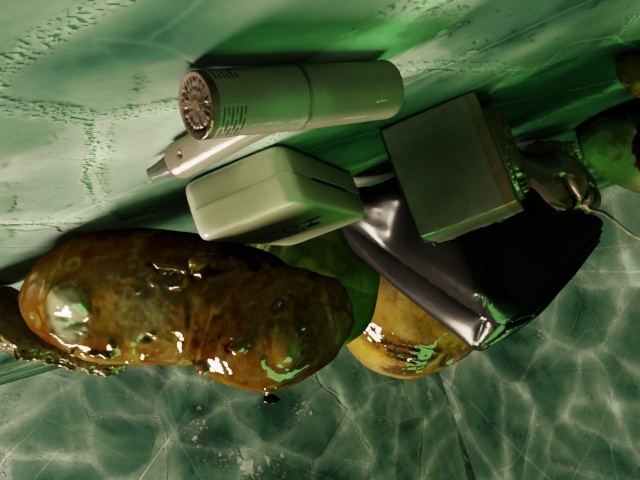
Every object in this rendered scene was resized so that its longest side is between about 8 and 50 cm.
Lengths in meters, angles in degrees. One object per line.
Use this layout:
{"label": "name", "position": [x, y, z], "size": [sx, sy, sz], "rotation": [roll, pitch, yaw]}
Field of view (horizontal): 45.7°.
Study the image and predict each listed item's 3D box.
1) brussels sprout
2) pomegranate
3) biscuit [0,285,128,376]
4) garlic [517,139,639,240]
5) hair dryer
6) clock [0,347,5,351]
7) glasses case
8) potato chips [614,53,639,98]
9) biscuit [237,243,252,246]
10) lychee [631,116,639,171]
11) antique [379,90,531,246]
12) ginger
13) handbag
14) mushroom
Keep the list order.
{"label": "brussels sprout", "position": [-0.023, 0.061, 1.284], "size": [0.210, 0.220, 0.271], "rotation": [-6, -162, -40]}
{"label": "pomegranate", "position": [0.185, 0.125, 1.497], "size": [0.322, 0.322, 0.322], "rotation": [-18, 173, -2]}
{"label": "biscuit", "position": [-0.373, 0.122, 0.991], "size": [0.236, 0.026, 0.131], "rotation": [27, -168, 19]}
{"label": "garlic", "position": [0.430, -0.076, 1.294], "size": [0.256, 0.207, 0.207], "rotation": [12, -177, 19]}
{"label": "hair dryer", "position": [-0.063, -0.091, 0.669], "size": [0.195, 0.054, 0.220], "rotation": [-13, 172, -37]}
{"label": "clock", "position": [-0.582, 0.170, 1.354], "size": [0.226, 0.049, 0.226], "rotation": [-19, 173, -2]}
{"label": "glasses case", "position": [-0.044, -0.048, 0.969], "size": [0.131, 0.070, 0.313], "rotation": [-21, 173, 15]}
{"label": "potato chips", "position": [0.534, -0.243, 1.004], "size": [0.406, 0.057, 0.080], "rotation": [-16, 159, -18]}
{"label": "biscuit", "position": [-0.214, 0.033, 1.362], "size": [0.139, 0.016, 0.231], "rotation": [-23, 171, 28]}
{"label": "lychee", "position": [0.605, -0.153, 1.136], "size": [0.267, 0.268, 0.267], "rotation": [-18, 173, -2]}
{"label": "antique", "position": [0.173, -0.086, 0.936], "size": [0.147, 0.147, 0.152], "rotation": [-23, 171, 16]}
{"label": "ginger", "position": [-0.153, 0.083, 0.908], "size": [0.418, 0.176, 0.254], "rotation": [7, -174, -9]}
{"label": "handbag", "position": [0.231, -0.019, 1.123], "size": [0.288, 0.342, 0.152], "rotation": [-28, 137, -27]}
{"label": "mushroom", "position": [0.593, -0.160, 1.354], "size": [0.267, 0.164, 0.189], "rotation": [-13, 170, -37]}
